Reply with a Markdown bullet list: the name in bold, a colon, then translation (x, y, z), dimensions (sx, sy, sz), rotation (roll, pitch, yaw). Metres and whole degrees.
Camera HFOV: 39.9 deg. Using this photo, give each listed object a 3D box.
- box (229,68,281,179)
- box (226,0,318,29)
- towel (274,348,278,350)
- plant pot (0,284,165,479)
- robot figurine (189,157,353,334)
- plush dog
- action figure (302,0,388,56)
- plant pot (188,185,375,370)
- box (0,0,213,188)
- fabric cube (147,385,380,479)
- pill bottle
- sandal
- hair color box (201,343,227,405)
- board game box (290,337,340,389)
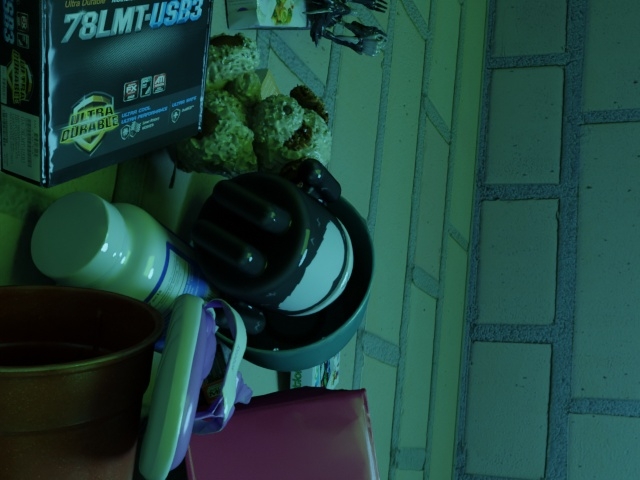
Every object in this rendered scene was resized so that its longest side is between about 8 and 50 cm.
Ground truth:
- **box**: translation (-0.116, -0.187, 1.509), dimensions (0.170, 0.091, 0.130), rotation (63, 35, -46)
- **box**: translation (-0.071, -0.426, 1.642), dimensions (0.324, 0.067, 0.063), rotation (-30, 118, -64)
- **towel**: translation (-0.080, 0.122, 1.677), dimensions (0.197, 0.029, 0.144), rotation (62, 36, -48)
- **plant pot**: translation (-0.301, 0.208, 0.908), dimensions (0.272, 0.272, 0.265), rotation (-22, 119, -65)
- **robot figurine**: translation (-0.059, 0.010, 1.189), dimensions (0.278, 0.209, 0.174), rotation (34, 35, -64)
- **plush dog**: translation (-0.093, -0.153, 1.317), dimensions (0.211, 0.225, 0.262), rotation (108, -7, -46)
- **action figure**: translation (0.067, -0.447, 1.709), dimensions (0.275, 0.141, 0.164), rotation (-25, 125, -66)
- **plant pot**: translation (-0.054, 0.082, 1.438), dimensions (0.235, 0.293, 0.293), rotation (80, 20, -64)
- **box**: translation (-0.232, -0.237, 1.000), dimensions (0.295, 0.073, 0.293), rotation (-32, 137, -56)
- **fabric cube**: translation (-0.078, 0.349, 1.227), dimensions (0.259, 0.258, 0.254), rotation (156, -73, -68)
- **pill bottle**: translation (-0.245, 0.043, 1.141), dimensions (0.272, 0.152, 0.152), rotation (45, 50, -58)
- **sandal**: translation (-0.121, 0.137, 0.954), dimensions (0.416, 0.102, 0.169), rotation (-129, -131, -82)
- **hair color box**: translation (-0.154, 0.262, 1.429), dimensions (0.093, 0.053, 0.167), rotation (-122, -165, -57)
- **board game box**: translation (-0.004, 0.176, 1.753), dimensions (0.193, 0.053, 0.305), rotation (-37, 132, -68)
